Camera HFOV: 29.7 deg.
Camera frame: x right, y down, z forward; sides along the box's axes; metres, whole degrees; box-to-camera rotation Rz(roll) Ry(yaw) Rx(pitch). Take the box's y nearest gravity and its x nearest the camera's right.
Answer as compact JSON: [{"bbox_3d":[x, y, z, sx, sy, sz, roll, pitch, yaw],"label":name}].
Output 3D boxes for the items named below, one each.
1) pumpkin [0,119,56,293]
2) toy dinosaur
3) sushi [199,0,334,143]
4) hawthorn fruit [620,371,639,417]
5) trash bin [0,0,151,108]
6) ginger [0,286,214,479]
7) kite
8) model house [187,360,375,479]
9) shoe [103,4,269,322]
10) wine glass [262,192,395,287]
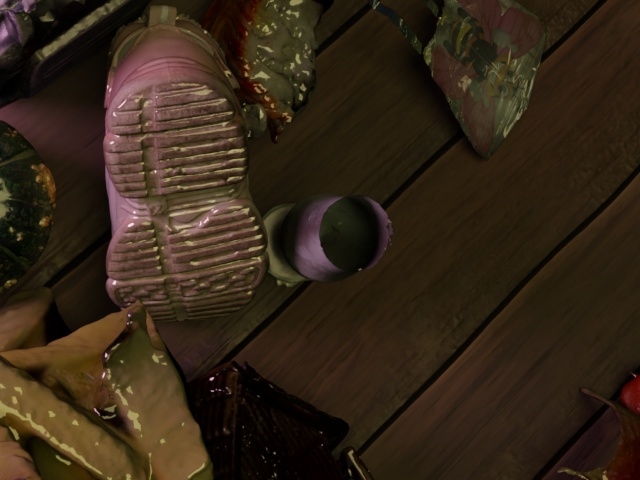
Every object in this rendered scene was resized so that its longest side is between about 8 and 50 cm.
[{"bbox_3d":[-0.362,-0.038,1.232,0.190,0.146,0.190,-3,100,-15],"label":"pumpkin"},{"bbox_3d":[0.344,0.329,1.454,0.207,0.113,0.327,-1,69,-34],"label":"toy dinosaur"},{"bbox_3d":[-0.048,-0.270,1.366,0.130,0.124,0.332,26,74,-28],"label":"sushi"},{"bbox_3d":[0.433,0.205,1.568,0.093,0.093,0.093,0,89,-21],"label":"hawthorn fruit"},{"bbox_3d":[-0.336,-0.347,1.186,0.256,0.296,0.367,-39,96,-16],"label":"trash bin"},{"bbox_3d":[-0.266,0.171,1.107,0.358,0.211,0.413,6,45,6],"label":"ginger"},{"bbox_3d":[0.150,-0.261,1.445,0.360,0.022,0.204,36,72,-34],"label":"kite"},{"bbox_3d":[-0.125,0.301,1.309,0.317,0.297,0.282,-34,91,18],"label":"model house"},{"bbox_3d":[-0.142,-0.074,1.282,0.172,0.198,0.351,-1,134,-9],"label":"shoe"},{"bbox_3d":[0.000,0.000,1.330,0.103,0.222,0.103,1,87,-18],"label":"wine glass"}]
